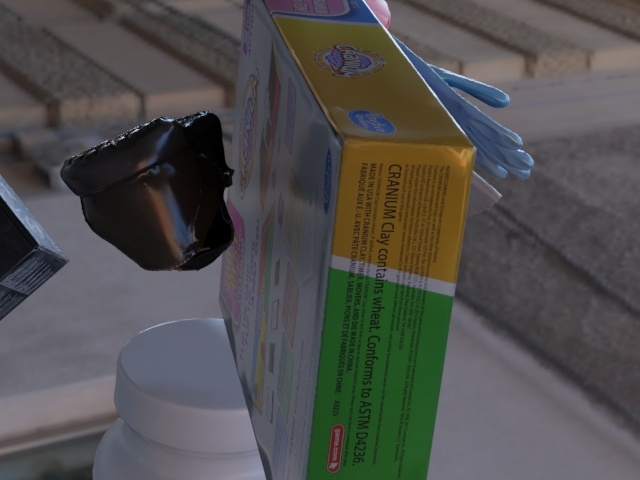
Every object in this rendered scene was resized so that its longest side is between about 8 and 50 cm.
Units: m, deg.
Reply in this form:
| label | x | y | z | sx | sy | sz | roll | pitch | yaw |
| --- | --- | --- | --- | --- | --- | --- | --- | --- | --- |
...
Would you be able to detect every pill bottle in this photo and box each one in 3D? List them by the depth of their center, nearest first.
| label | x | y | z | sx | sy | sz | roll | pitch | yaw |
| --- | --- | --- | --- | --- | --- | --- | --- | --- | --- |
| pill bottle | -0.108 | 0.270 | 1.385 | 0.210 | 0.210 | 0.363 | 35 | -53 | 49 |

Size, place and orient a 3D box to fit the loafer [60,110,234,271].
| label | x | y | z | sx | sy | sz | roll | pitch | yaw |
| --- | --- | --- | --- | --- | --- | --- | --- | --- | --- |
| loafer | -0.085 | -0.018 | 0.793 | 0.220 | 0.080 | 0.078 | -50 | 117 | -83 |

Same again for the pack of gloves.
| label | x | y | z | sx | sy | sz | roll | pitch | yaw |
| --- | --- | --- | --- | --- | --- | --- | --- | --- | --- |
| pack of gloves | 0.056 | -0.119 | 1.056 | 0.232 | 0.046 | 0.195 | 41 | -10 | -3 |

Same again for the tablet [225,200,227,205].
| label | x | y | z | sx | sy | sz | roll | pitch | yaw |
| --- | --- | --- | --- | --- | --- | --- | --- | --- | --- |
| tablet | -0.042 | -0.001 | 1.082 | 0.054 | 0.006 | 0.083 | -48 | -115 | 35 |

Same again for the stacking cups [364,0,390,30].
| label | x | y | z | sx | sy | sz | roll | pitch | yaw |
| --- | --- | --- | --- | --- | --- | --- | --- | --- | --- |
| stacking cups | -0.051 | -0.258 | 1.298 | 0.096 | 0.316 | 0.096 | -23 | -125 | 37 |

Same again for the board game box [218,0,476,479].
| label | x | y | z | sx | sy | sz | roll | pitch | yaw |
| --- | --- | --- | --- | --- | --- | --- | --- | --- | --- |
| board game box | 0.000 | 0.000 | 0.849 | 0.316 | 0.064 | 0.242 | -113 | -153 | -63 |

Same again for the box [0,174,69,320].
| label | x | y | z | sx | sy | sz | roll | pitch | yaw |
| --- | --- | --- | --- | --- | --- | --- | --- | --- | --- |
| box | -0.321 | 0.015 | 1.197 | 0.147 | 0.180 | 0.077 | 50 | 0 | 13 |
